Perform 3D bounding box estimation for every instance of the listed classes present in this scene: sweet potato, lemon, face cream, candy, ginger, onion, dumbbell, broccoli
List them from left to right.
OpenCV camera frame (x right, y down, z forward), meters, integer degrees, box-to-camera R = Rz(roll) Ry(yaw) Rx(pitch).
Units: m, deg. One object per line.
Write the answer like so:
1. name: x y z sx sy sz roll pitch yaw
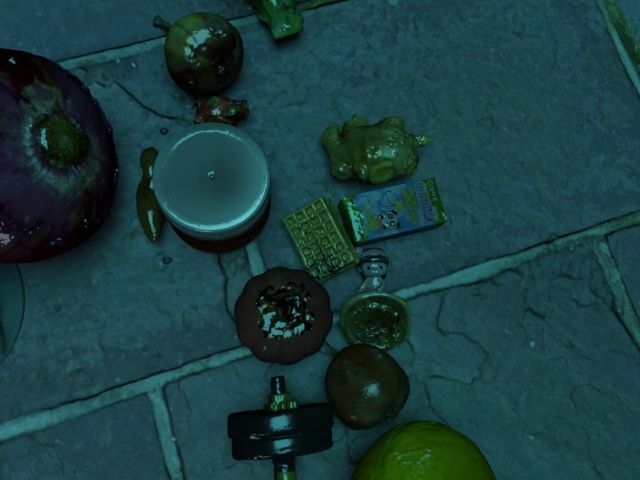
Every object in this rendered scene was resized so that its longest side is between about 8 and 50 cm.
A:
1. onion: -0.529 -0.124 0.994 0.345 0.358 0.358 -30 81 12
2. sweet potato: -0.327 -0.089 1.142 0.058 0.055 0.202 -8 76 8
3. face cream: -0.191 -0.088 1.088 0.201 0.187 0.200 1 77 -5
4. broccoli: -0.093 -0.548 1.198 0.254 0.269 0.268 -15 79 -3
5. dumbbell: -0.056 0.422 0.988 0.185 0.185 0.387 -4 77 -6
6. ginger: 0.115 -0.180 1.184 0.217 0.102 0.157 -8 51 -2
7. candy: 0.141 -0.056 1.178 0.195 0.062 0.097 -14 78 -9
8. lemon: 0.160 0.436 0.957 0.254 0.253 0.310 35 40 3

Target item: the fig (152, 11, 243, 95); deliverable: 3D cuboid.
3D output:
1. fig: -0.259 -0.396 1.175 0.231 0.143 0.160 45 95 4

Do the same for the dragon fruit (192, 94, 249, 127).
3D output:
1. dragon fruit: -0.194 -0.248 1.177 0.116 0.086 0.081 -23 75 -7

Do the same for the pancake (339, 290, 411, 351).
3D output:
1. pancake: 0.104 0.155 1.116 0.140 0.022 0.139 0 108 1

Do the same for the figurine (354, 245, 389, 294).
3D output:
1. figurine: 0.098 0.074 1.152 0.072 0.054 0.129 -2 84 10

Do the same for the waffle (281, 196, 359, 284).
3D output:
1. waffle: 0.000 0.000 1.142 0.103 0.042 0.147 -28 78 14

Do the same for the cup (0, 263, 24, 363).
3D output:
1. cup: -0.712 0.110 1.009 0.348 0.163 0.346 1 78 -6

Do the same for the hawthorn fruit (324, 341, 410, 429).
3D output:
1. hawthorn fruit: 0.067 0.249 1.058 0.189 0.149 0.149 42 77 2

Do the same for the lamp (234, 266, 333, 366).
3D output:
1. lamp: -0.066 0.134 1.075 0.182 0.140 0.181 1 74 -2
